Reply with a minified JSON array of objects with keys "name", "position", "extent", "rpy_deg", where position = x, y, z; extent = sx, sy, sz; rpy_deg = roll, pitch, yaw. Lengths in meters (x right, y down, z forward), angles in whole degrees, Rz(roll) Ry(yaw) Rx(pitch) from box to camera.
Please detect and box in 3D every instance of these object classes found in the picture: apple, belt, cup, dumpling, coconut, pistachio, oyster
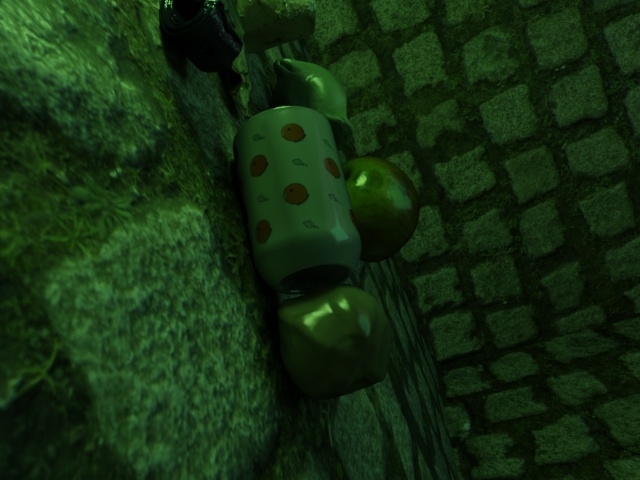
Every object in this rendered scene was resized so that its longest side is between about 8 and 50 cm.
[{"name":"apple","position":[0.153,-0.105,1.428],"extent":[0.339,0.339,0.340],"rpy_deg":[-21,90,-77]},{"name":"belt","position":[-0.220,-0.423,0.831],"extent":[0.126,0.139,0.231],"rpy_deg":[49,18,-52]},{"name":"cup","position":[-0.047,-0.068,0.840],"extent":[0.212,0.212,0.318],"rpy_deg":[43,30,-61]},{"name":"dumpling","position":[-0.054,-0.448,1.423],"extent":[0.211,0.269,0.321],"rpy_deg":[16,56,-47]},{"name":"coconut","position":[-0.157,-0.663,1.145],"extent":[0.297,0.296,0.255],"rpy_deg":[-48,127,-75]},{"name":"pistachio","position":[0.027,0.183,0.805],"extent":[0.226,0.208,0.332],"rpy_deg":[27,-3,13]},{"name":"oyster","position":[-0.208,-0.433,0.988],"extent":[0.166,0.093,0.295],"rpy_deg":[164,-79,-82]}]
